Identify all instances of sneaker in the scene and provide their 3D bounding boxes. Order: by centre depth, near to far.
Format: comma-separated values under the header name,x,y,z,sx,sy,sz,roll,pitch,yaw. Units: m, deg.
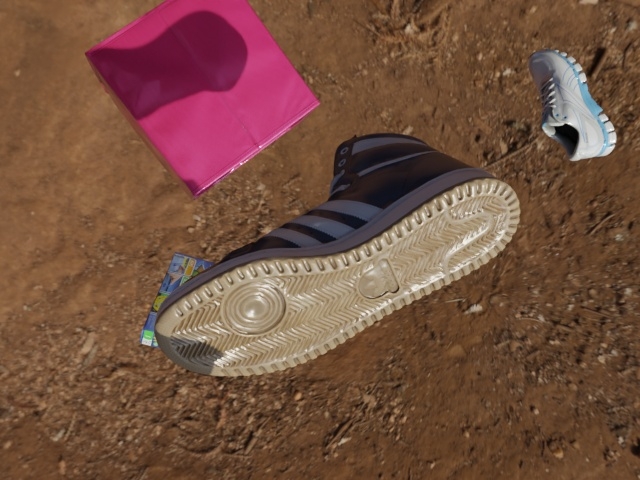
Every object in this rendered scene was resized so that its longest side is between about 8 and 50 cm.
name,x,y,z,sx,sy,sz,roll,pitch,yaw
sneaker,0.000,0.000,0.469,0.282,0.153,0.099,-23,122,-4
sneaker,0.355,-0.201,0.842,0.083,0.071,0.190,-21,73,-17

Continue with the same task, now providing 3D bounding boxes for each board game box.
name,x,y,z,sx,sy,sz,roll,pitch,yaw
board game box,-0.213,0.110,0.979,0.136,0.201,0.035,17,126,-8

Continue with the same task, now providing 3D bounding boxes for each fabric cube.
name,x,y,z,sx,sy,sz,roll,pitch,yaw
fabric cube,-0.195,-0.246,0.967,0.259,0.254,0.258,-38,99,-9
